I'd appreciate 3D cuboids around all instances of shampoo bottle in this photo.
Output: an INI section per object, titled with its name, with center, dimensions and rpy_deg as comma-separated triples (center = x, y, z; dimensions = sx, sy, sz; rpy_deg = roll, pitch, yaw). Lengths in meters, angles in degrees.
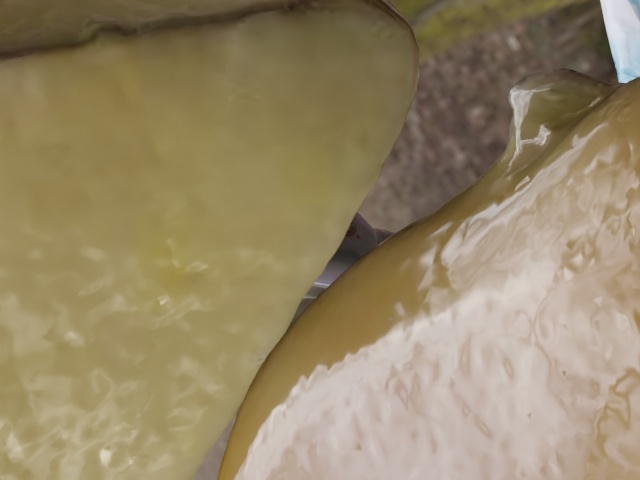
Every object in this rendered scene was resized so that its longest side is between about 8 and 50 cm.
[shampoo bottle]
center = 0.000, 0.000, 1.361
dimensions = 0.165, 0.040, 0.080
rpy_deg = 10, -140, -34

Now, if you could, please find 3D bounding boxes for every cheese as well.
[cheese]
center = -0.142, 0.022, 1.050
dimensions = 0.104, 0.384, 0.384
rpy_deg = 57, 177, 48

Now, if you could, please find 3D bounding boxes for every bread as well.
[bread]
center = 0.163, 0.115, 0.857
dimensions = 0.348, 0.376, 0.253
rpy_deg = 17, -123, -34

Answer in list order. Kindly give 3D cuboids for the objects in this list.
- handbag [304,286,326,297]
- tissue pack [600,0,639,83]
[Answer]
[handbag]
center = -0.079, -0.047, 1.495
dimensions = 0.117, 0.182, 0.270
rpy_deg = -86, -11, -52
[tissue pack]
center = 0.231, -0.239, 1.192
dimensions = 0.201, 0.124, 0.271
rpy_deg = -38, -62, -57
